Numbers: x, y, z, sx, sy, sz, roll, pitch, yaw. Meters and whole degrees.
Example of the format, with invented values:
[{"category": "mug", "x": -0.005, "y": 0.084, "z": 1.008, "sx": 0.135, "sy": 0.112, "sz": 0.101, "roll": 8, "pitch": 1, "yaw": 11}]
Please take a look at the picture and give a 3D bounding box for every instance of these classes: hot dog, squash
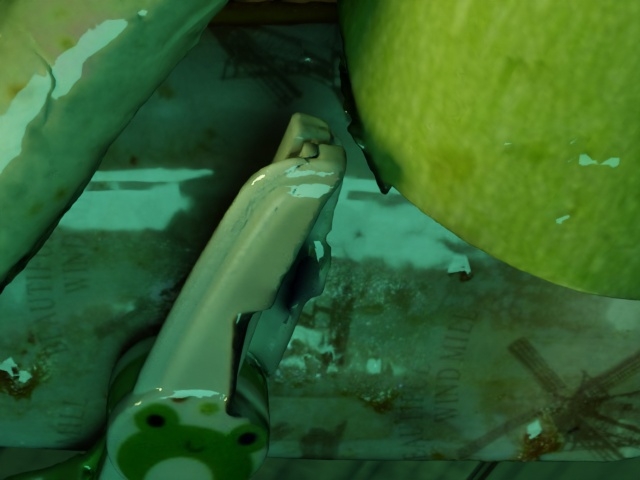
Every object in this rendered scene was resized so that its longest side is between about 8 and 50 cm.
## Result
[{"category": "hot dog", "x": 0.000, "y": 0.000, "z": 0.557, "sx": 0.268, "sy": 0.075, "sz": 0.144, "roll": 7, "pitch": 119, "yaw": -7}, {"category": "squash", "x": 0.096, "y": -0.137, "z": 0.435, "sx": 0.137, "sy": 0.137, "sz": 0.287, "roll": 10, "pitch": 125, "yaw": -13}]

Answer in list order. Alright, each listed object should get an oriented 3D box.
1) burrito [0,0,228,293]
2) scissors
[{"category": "burrito", "x": -0.067, "y": -0.061, "z": 0.464, "sx": 0.309, "sy": 0.096, "sz": 0.066, "roll": -51, "pitch": 142, "yaw": 6}, {"category": "scissors", "x": -0.037, "y": 0.048, "z": 0.523, "sx": 0.101, "sy": 0.027, "sz": 0.204, "roll": 11, "pitch": 130, "yaw": -16}]
